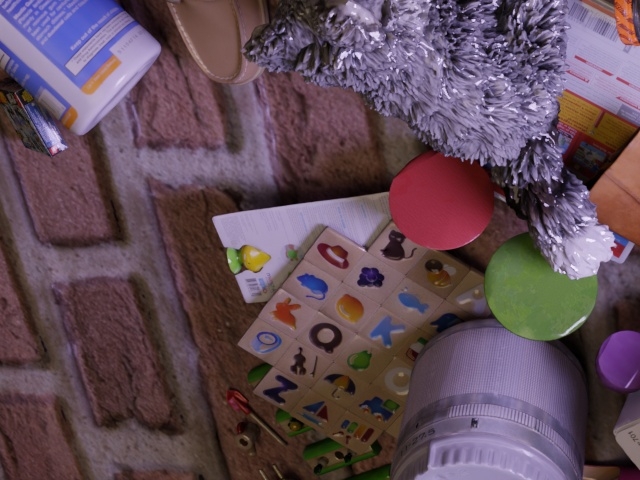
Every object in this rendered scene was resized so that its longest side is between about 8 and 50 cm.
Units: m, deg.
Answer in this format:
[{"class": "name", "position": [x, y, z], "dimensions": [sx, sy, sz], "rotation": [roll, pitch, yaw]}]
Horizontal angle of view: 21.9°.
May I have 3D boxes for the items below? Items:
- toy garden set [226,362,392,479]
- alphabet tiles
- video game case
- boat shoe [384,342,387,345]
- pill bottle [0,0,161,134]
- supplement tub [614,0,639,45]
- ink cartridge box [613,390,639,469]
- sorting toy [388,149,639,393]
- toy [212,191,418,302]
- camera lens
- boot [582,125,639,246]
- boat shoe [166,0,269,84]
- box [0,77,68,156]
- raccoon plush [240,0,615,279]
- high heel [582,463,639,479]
[{"class": "toy garden set", "position": [-0.032, 0.280, 2.235], "dimensions": [0.204, 0.049, 0.244], "rotation": [-24, 107, 35]}, {"class": "alphabet tiles", "position": [0.070, 0.128, 2.068], "dimensions": [0.285, 0.011, 0.342], "rotation": [31, 125, -10]}, {"class": "video game case", "position": [0.308, -0.127, 1.831], "dimensions": [0.204, 0.025, 0.285], "rotation": [29, 128, 6]}, {"class": "boat shoe", "position": [0.077, 0.089, 2.077], "dimensions": [0.035, 0.035, 0.100], "rotation": [-26, 104, 7]}, {"class": "pill bottle", "position": [-0.336, -0.268, 1.971], "dimensions": [0.272, 0.152, 0.152], "rotation": [44, 128, -4]}, {"class": "supplement tub", "position": [0.398, -0.243, 1.657], "dimensions": [0.190, 0.117, 0.117], "rotation": [2, 120, 25]}, {"class": "ink cartridge box", "position": [0.423, 0.200, 1.876], "dimensions": [0.082, 0.191, 0.139], "rotation": [-31, 104, 36]}, {"class": "sorting toy", "position": [0.230, 0.049, 1.905], "dimensions": [0.365, 0.127, 0.126], "rotation": [41, 169, 12]}, {"class": "toy", "position": [0.000, 0.000, 2.033], "dimensions": [0.237, 0.056, 0.137], "rotation": [-9, 123, 17]}, {"class": "camera lens", "position": [0.201, 0.242, 1.942], "dimensions": [0.219, 0.274, 0.219], "rotation": [6, 126, 8]}, {"class": "boot", "position": [0.451, -0.041, 1.776], "dimensions": [0.280, 0.096, 0.264], "rotation": [40, 138, -5]}, {"class": "boat shoe", "position": [-0.158, -0.321, 1.877], "dimensions": [0.121, 0.110, 0.341], "rotation": [-7, 116, 29]}, {"class": "box", "position": [-0.369, -0.156, 2.086], "dimensions": [0.094, 0.027, 0.137], "rotation": [63, 163, -18]}, {"class": "raccoon plush", "position": [0.132, -0.132, 1.688], "dimensions": [0.446, 0.299, 0.216], "rotation": [56, 136, 5]}, {"class": "high heel", "position": [0.313, 0.294, 2.060], "dimensions": [0.244, 0.082, 0.117], "rotation": [-12, 125, 45]}]
